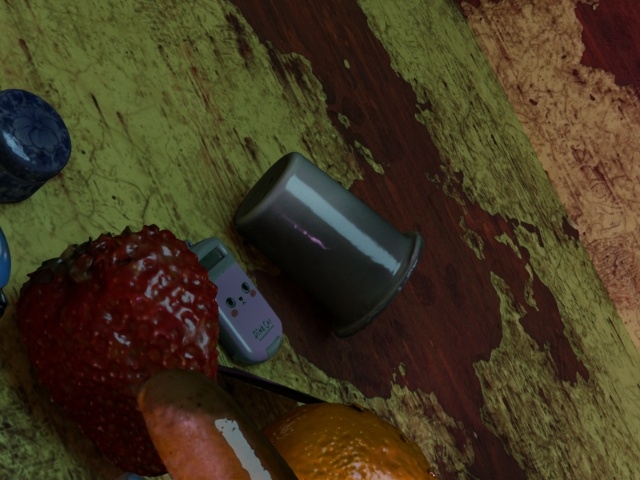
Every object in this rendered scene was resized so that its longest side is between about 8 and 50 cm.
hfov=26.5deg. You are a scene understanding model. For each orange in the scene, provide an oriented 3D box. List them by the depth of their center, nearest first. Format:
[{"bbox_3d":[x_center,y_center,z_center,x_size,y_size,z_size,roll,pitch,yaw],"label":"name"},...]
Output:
[{"bbox_3d":[0.011,0.413,1.977,0.293,0.340,0.340,-35,92,-35],"label":"orange"}]

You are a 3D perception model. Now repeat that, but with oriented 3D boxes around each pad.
[{"bbox_3d":[-0.083,0.227,2.117,0.367,0.248,0.007,27,77,-41],"label":"pad"}]

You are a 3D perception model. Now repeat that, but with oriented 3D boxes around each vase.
[{"bbox_3d":[0.000,0.000,2.429,0.291,0.245,0.245,38,36,-15],"label":"vase"}]

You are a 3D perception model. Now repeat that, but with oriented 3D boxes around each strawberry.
[{"bbox_3d":[-0.263,0.158,1.875,0.267,0.312,0.351,-14,92,-36],"label":"strawberry"}]

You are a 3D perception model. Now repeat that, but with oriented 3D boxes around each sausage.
[{"bbox_3d":[-0.044,0.357,1.493,0.136,0.123,0.500,-24,81,-28],"label":"sausage"}]

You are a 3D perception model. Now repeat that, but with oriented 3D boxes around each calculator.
[{"bbox_3d":[-0.156,0.099,2.277,0.246,0.045,0.141,54,32,-4],"label":"calculator"}]

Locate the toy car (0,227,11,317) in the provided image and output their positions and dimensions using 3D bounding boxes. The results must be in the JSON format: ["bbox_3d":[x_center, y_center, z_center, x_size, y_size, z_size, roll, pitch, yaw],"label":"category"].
[{"bbox_3d":[-0.512,0.030,1.658,0.190,0.255,0.188,99,-33,-67],"label":"toy car"}]

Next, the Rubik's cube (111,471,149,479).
[{"bbox_3d":[-0.212,0.527,1.555,0.347,0.344,0.346,34,38,-31],"label":"Rubik's cube"}]

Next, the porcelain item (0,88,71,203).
[{"bbox_3d":[-0.452,-0.142,2.014,0.147,0.114,0.147,34,38,-32],"label":"porcelain item"}]
